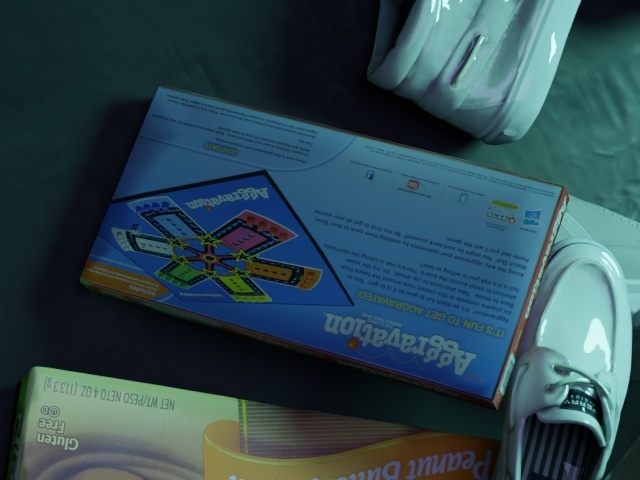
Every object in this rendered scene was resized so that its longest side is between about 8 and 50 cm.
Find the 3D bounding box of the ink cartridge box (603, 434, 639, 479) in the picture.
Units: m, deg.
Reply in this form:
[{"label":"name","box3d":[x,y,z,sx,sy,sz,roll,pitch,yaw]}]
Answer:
[{"label":"ink cartridge box","box3d":[0.312,0.280,1.021,0.160,0.279,0.385,-21,72,-9]}]

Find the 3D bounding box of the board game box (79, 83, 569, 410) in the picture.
[{"label":"board game box","box3d":[0.000,0.000,1.097,0.281,0.027,0.145,16,73,19]}]

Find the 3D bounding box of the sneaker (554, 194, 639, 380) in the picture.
[{"label":"sneaker","box3d":[0.137,0.020,1.178,0.281,0.105,0.115,13,46,-9]}]

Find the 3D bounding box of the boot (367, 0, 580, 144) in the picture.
[{"label":"boot","box3d":[0.119,-0.203,1.196,0.123,0.095,0.258,23,76,-17]}]

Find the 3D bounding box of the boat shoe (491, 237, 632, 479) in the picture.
[{"label":"boat shoe","box3d":[0.152,0.107,1.059,0.083,0.076,0.226,12,81,-9]}]

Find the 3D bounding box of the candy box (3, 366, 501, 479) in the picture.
[{"label":"candy box","box3d":[-0.043,0.195,1.086,0.316,0.087,0.183,11,77,-13]}]
